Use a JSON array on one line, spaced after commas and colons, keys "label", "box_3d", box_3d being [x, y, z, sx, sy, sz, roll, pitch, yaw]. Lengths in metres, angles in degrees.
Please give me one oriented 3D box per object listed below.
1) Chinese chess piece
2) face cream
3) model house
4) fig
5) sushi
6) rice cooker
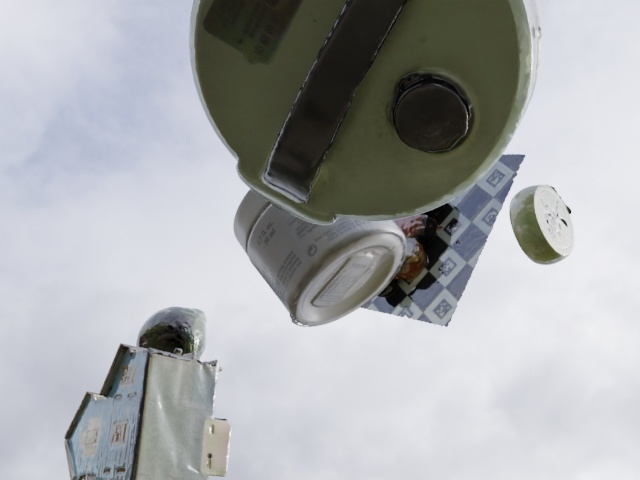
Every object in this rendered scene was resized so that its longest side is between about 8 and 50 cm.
[{"label": "Chinese chess piece", "box_3d": [0.227, -0.016, 0.917, 0.034, 0.084, 0.084, -24, -62, 38]}, {"label": "face cream", "box_3d": [0.000, 0.000, 1.139, 0.153, 0.177, 0.177, 53, -41, 30]}, {"label": "model house", "box_3d": [-0.255, 0.292, 1.291, 0.178, 0.271, 0.206, 18, -26, -40]}, {"label": "fig", "box_3d": [-0.264, 0.176, 1.664, 0.123, 0.156, 0.123, 5, -71, 14]}, {"label": "sushi", "box_3d": [0.149, -0.025, 1.394, 0.050, 0.290, 0.264, 36, -17, -36]}, {"label": "rice cooker", "box_3d": [0.034, -0.135, 0.595, 0.226, 0.244, 0.226, 6, -62, 11]}]
